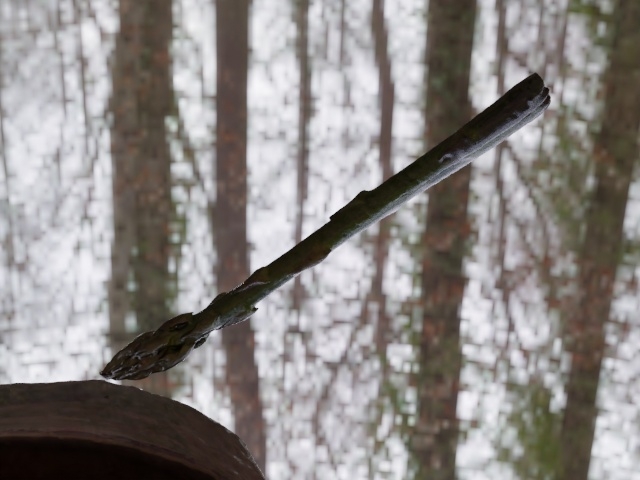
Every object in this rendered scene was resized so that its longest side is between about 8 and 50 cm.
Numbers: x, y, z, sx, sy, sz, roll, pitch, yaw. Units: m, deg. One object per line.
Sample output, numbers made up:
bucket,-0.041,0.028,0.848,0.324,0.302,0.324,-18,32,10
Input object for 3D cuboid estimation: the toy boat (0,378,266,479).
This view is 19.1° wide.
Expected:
toy boat,-0.125,0.167,0.907,0.276,0.111,0.293,-9,-151,-21

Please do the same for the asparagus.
asparagus,0.000,0.000,0.812,0.233,0.022,0.023,-33,-155,10
